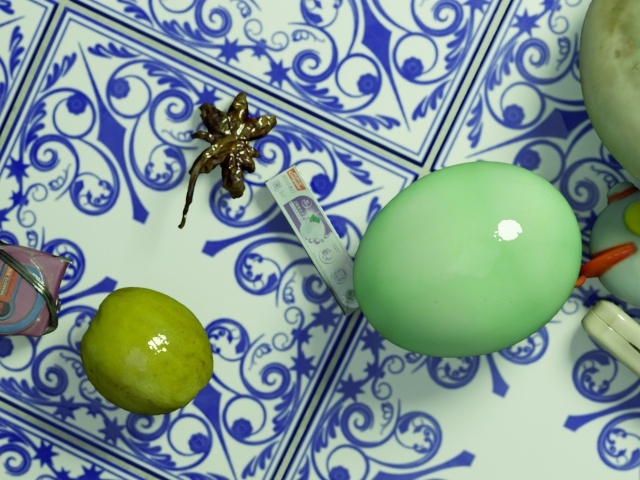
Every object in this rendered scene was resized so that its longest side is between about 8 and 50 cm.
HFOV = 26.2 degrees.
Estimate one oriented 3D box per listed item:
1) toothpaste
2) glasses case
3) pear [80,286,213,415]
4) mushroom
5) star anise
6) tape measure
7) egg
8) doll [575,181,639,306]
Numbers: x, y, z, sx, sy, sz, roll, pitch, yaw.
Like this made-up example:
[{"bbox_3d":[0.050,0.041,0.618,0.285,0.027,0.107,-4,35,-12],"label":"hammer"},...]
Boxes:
[{"bbox_3d":[0.000,0.000,1.695,0.047,0.040,0.196,-31,91,2],"label":"toothpaste"},{"bbox_3d":[0.399,0.147,1.647,0.196,0.083,0.050,40,94,0],"label":"glasses case"},{"bbox_3d":[-0.211,0.137,1.670,0.162,0.149,0.149,38,96,-2],"label":"pear"},{"bbox_3d":[0.463,-0.208,1.494,0.362,0.294,0.362,-2,68,5],"label":"mushroom"},{"bbox_3d":[-0.126,-0.096,1.681,0.097,0.070,0.191,24,83,-7],"label":"star anise"},{"bbox_3d":[-0.379,0.063,1.717,0.125,0.074,0.118,19,89,-1],"label":"tape measure"},{"bbox_3d":[0.168,0.024,1.591,0.269,0.220,0.220,-20,92,18],"label":"egg"},{"bbox_3d":[0.444,-0.014,1.620,0.336,0.105,0.200,-19,78,5],"label":"doll"}]
